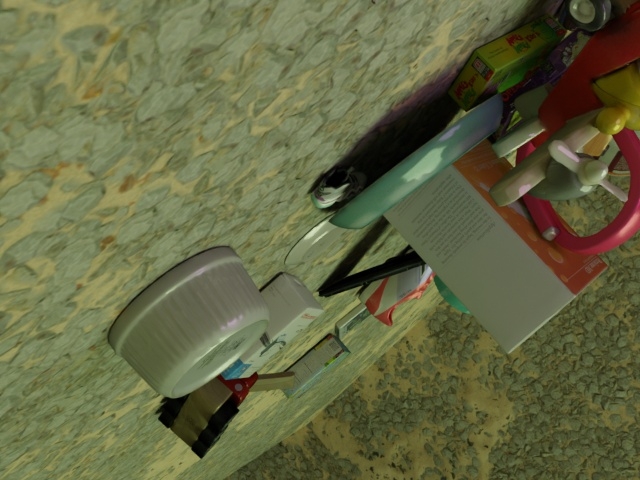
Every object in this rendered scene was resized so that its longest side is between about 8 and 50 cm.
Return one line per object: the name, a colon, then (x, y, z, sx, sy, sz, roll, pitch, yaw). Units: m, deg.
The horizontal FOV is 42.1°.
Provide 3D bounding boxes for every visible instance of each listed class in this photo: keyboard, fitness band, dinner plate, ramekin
keyboard: (0.156, 0.053, 1.696, 0.317, 0.033, 0.201, -21, -177, 43)
fitness band: (0.434, -0.114, 1.384, 0.054, 0.290, 0.209, 21, 131, -37)
dinner plate: (0.000, 0.000, 1.378, 0.141, 0.017, 0.141, -36, 166, -10)
ramekin: (-0.163, 0.115, 1.101, 0.207, 0.109, 0.207, -38, 166, -11)

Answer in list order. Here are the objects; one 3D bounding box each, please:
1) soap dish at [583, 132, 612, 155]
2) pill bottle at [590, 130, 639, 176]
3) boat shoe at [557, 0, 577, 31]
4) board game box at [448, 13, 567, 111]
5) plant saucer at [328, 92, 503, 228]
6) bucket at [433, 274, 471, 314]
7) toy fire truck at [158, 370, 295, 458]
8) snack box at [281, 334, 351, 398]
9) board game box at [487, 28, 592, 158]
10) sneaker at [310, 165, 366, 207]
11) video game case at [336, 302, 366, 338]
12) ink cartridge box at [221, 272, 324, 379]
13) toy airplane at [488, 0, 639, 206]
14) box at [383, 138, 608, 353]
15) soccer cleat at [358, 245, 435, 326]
soap dish: (0.545, -0.303, 1.511, 0.229, 0.118, 0.291, -43, 164, -52)
pill bottle: (0.762, -0.304, 2.029, 0.224, 0.224, 0.392, -41, 167, 3)
boat shoe: (0.420, -0.369, 1.224, 0.066, 0.066, 0.183, -31, 164, -34)
board game box: (0.276, -0.263, 1.223, 0.181, 0.043, 0.092, -31, 164, -34)
plant saucer: (0.151, -0.107, 1.245, 0.318, 0.043, 0.317, -36, 179, -1)
bucket: (0.455, 0.066, 2.297, 0.281, 0.281, 0.183, -33, 174, -28)
toy fire truck: (-0.163, 0.289, 1.620, 0.246, 0.158, 0.217, -45, 172, -38)
snack box: (-0.018, 0.360, 2.361, 0.207, 0.070, 0.174, -41, 167, -1)
board game box: (0.396, -0.250, 1.591, 0.208, 0.056, 0.347, -34, 166, -7)
sneaker: (0.036, -0.084, 1.153, 0.098, 0.038, 0.069, -31, 165, -35)
video game case: (0.121, 0.197, 2.322, 0.190, 0.022, 0.173, -38, 167, -9)
ink cartridge box: (-0.099, 0.152, 1.454, 0.191, 0.082, 0.139, -40, 167, 5)
toy airplane: (0.424, -0.186, 1.184, 0.386, 0.272, 0.384, -48, 167, 20)
box: (0.307, -0.006, 1.482, 0.168, 0.345, 0.215, -49, 165, 32)
soccer cleat: (0.241, 0.076, 2.055, 0.318, 0.116, 0.108, -42, 166, 10)
